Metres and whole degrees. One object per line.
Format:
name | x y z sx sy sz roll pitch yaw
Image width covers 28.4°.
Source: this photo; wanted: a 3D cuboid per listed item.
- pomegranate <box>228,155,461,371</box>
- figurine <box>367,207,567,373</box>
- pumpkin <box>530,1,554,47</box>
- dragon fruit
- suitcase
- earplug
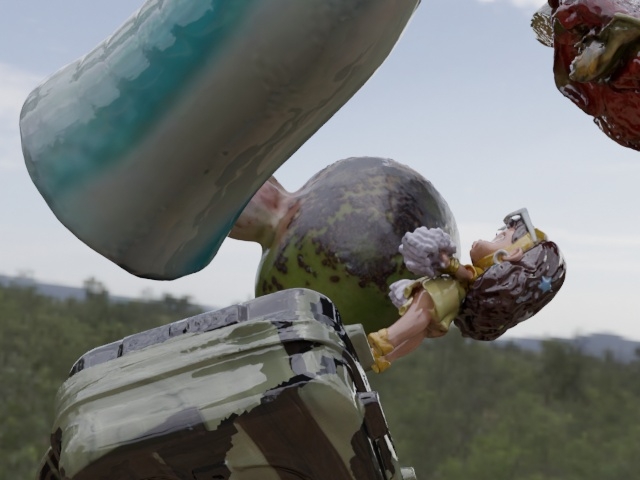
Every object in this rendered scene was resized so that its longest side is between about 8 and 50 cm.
pomegranate | 0.000 0.000 1.598 0.340 0.285 0.285 32 -8 -6
figurine | 0.149 0.056 1.339 0.240 0.116 0.175 -19 -24 -16
pumpkin | 0.395 -0.302 1.736 0.169 0.148 0.312 45 0 -43
dragon fruit | 0.327 -0.203 1.437 0.205 0.152 0.317 19 26 -37
suitcase | -0.091 0.223 1.116 0.339 0.352 0.194 -17 33 5
earplug | -0.041 -0.132 0.869 0.324 0.185 0.185 -38 -31 31
